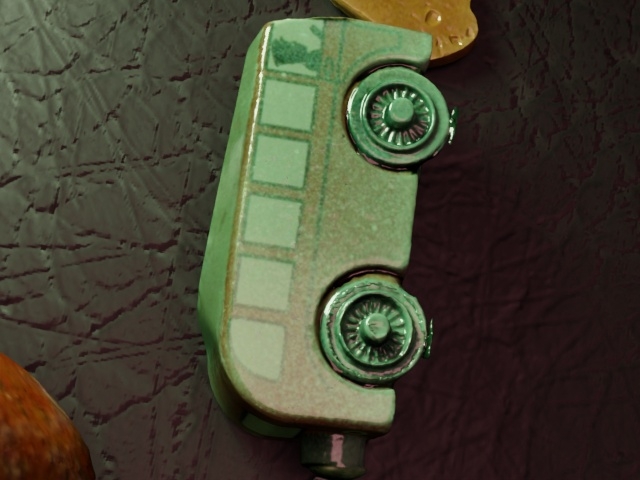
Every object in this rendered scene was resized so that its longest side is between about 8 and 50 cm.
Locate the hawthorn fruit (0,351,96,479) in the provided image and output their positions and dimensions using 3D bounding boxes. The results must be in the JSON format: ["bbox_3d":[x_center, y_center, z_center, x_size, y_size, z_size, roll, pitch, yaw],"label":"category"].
[{"bbox_3d":[-0.281,0.168,0.792,0.284,0.284,0.284,2,77,-9],"label":"hawthorn fruit"}]

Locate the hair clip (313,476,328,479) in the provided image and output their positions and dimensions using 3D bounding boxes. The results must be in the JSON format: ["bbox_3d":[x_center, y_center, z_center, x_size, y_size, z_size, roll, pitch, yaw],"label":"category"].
[{"bbox_3d":[-0.010,0.222,0.936,0.030,0.039,0.115,25,72,-9],"label":"hair clip"}]

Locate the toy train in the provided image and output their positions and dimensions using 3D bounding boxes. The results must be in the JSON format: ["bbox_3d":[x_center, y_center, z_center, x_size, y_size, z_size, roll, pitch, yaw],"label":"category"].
[{"bbox_3d":[0.000,0.000,0.941,0.159,0.129,0.326,8,75,-5],"label":"toy train"}]

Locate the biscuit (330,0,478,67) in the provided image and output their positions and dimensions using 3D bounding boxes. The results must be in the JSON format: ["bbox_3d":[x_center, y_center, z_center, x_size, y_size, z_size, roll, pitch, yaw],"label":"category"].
[{"bbox_3d":[0.060,-0.201,1.049,0.118,0.023,0.140,-3,79,-10],"label":"biscuit"}]
